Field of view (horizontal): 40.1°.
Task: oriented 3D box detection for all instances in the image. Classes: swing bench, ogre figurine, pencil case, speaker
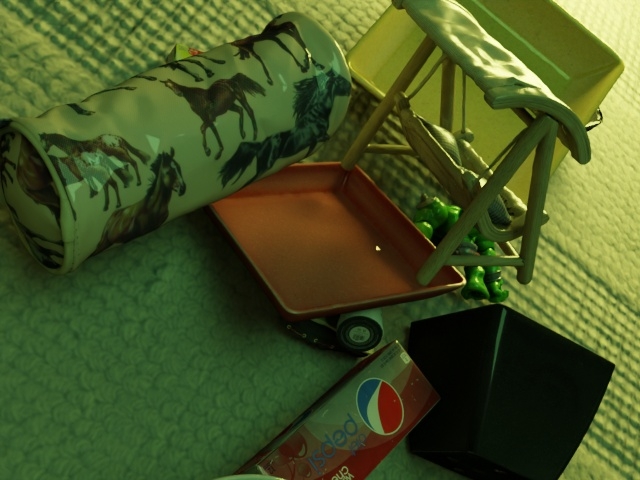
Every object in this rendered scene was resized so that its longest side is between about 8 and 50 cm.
[{"bbox_3d":[0.169,-0.122,1.022,0.165,0.255,0.253,0,38,-24],"label":"swing bench"},{"bbox_3d":[0.184,0.011,1.185,0.197,0.097,0.118,12,72,-16],"label":"ogre figurine"},{"bbox_3d":[-0.149,-0.120,0.944,0.410,0.160,0.183,-30,48,-35],"label":"pencil case"},{"bbox_3d":[0.047,0.070,1.055,0.055,0.055,0.136,31,30,-18],"label":"speaker"}]

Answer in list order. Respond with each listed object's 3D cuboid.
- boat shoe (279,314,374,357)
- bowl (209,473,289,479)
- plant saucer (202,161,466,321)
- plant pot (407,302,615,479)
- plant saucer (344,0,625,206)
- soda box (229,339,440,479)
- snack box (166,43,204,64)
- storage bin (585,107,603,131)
[{"bbox_3d":[0.009,0.108,1.052,0.133,0.042,0.049,31,28,-31],"label":"boat shoe"},{"bbox_3d":[-0.097,0.357,0.769,0.297,0.134,0.298,9,73,-32],"label":"bowl"},{"bbox_3d":[0.000,0.000,1.035,0.258,0.048,0.259,-6,42,-36],"label":"plant saucer"},{"bbox_3d":[0.209,0.199,1.062,0.187,0.188,0.167,28,68,-20],"label":"plant pot"},{"bbox_3d":[0.237,-0.245,1.299,0.333,0.081,0.333,39,67,-1],"label":"plant saucer"},{"bbox_3d":[0.018,0.219,0.959,0.263,0.083,0.092,-34,86,-44],"label":"soda box"},{"bbox_3d":[-0.125,-0.179,1.105,0.141,0.037,0.100,12,63,-29],"label":"snack box"},{"bbox_3d":[0.366,-0.243,1.442,0.122,0.084,0.180,-19,80,-39],"label":"storage bin"}]
